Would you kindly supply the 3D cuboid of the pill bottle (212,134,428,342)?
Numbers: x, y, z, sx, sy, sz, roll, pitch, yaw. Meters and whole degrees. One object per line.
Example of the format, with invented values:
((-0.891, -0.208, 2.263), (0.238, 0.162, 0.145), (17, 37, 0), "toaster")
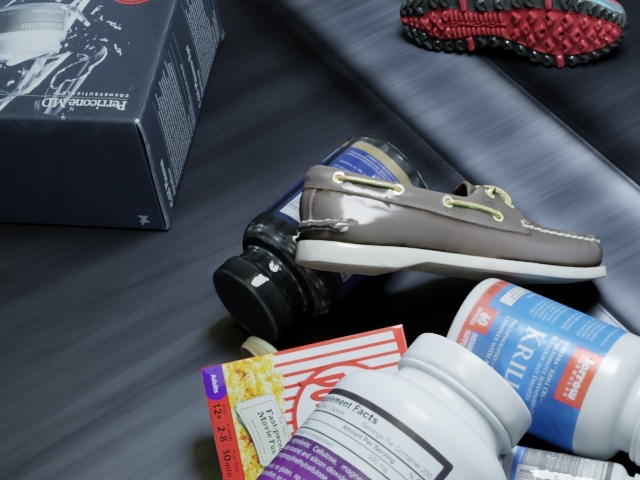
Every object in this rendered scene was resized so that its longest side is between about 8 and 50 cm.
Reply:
((0.000, 0.000, 1.573), (0.123, 0.123, 0.219), (34, 63, 31), "pill bottle")

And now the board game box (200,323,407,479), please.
((-0.002, 0.170, 1.441), (0.193, 0.045, 0.146), (-13, 79, -2), "board game box")

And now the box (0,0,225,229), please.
((-0.312, -0.190, 1.741), (0.343, 0.179, 0.312), (2, 52, 10), "box")

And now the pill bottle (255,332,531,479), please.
((0.032, 0.237, 1.302), (0.181, 0.181, 0.323), (32, 71, 29), "pill bottle")

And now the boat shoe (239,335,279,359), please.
((-0.043, 0.147, 1.502), (0.045, 0.050, 0.135), (-30, 54, -20), "boat shoe")

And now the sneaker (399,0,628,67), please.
((0.229, -0.285, 1.793), (0.262, 0.104, 0.125), (10, 50, 16), "sneaker")

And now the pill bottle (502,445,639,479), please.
((0.229, 0.230, 1.376), (0.137, 0.078, 0.078), (9, 52, 15), "pill bottle")

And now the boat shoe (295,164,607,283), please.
((0.133, -0.011, 1.506), (0.324, 0.116, 0.096), (5, 83, -18), "boat shoe")

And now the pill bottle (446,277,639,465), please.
((0.231, 0.128, 1.431), (0.221, 0.124, 0.124), (22, 57, 25), "pill bottle")
